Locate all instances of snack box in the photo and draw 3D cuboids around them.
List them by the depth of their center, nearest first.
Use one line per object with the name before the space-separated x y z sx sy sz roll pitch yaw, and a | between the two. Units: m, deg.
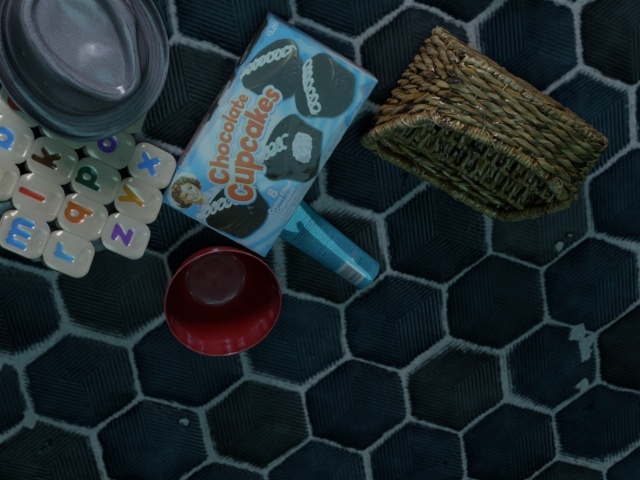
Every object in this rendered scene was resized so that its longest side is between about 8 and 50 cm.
snack box | -0.080 -0.154 1.895 0.187 0.060 0.322 29 105 -16

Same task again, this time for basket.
basket | 0.249 -0.140 1.902 0.299 0.213 0.223 29 104 -23

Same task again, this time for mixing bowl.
mixing bowl | -0.156 0.077 1.970 0.181 0.098 0.181 -5 115 -10

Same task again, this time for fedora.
fedora | -0.321 -0.268 1.729 0.243 0.124 0.275 -33 107 -13

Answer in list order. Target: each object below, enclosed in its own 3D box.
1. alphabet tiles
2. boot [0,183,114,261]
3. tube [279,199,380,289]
alphabet tiles | -0.351 -0.098 1.808 0.278 0.021 0.284 25 75 -26
boot | -0.424 -0.022 1.850 0.258 0.095 0.123 -5 118 -24
tube | 0.000 0.000 2.003 0.207 0.052 0.080 37 97 -18
